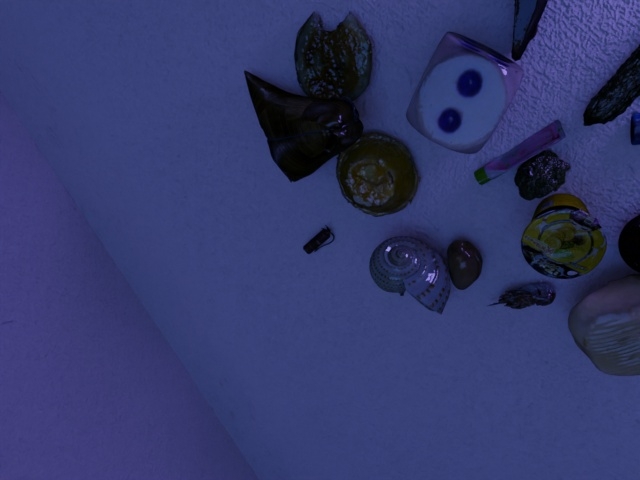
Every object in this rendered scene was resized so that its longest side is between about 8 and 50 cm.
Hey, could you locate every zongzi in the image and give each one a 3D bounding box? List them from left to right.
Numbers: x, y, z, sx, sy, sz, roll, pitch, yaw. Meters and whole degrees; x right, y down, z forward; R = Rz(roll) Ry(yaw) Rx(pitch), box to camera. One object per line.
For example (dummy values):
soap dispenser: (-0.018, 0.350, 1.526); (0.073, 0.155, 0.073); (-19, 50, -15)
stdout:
zongzi: (-0.079, -0.442, 1.508); (0.403, 0.207, 0.432); (-19, 101, 59)

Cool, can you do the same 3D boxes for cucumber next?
cucumber: (0.818, -0.437, 1.178); (0.096, 0.096, 0.359); (35, 126, 6)

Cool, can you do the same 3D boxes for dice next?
dice: (0.397, -0.413, 1.301); (0.243, 0.259, 0.251); (28, 123, 8)

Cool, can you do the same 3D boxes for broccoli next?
broccoli: (0.654, -0.191, 1.368); (0.137, 0.146, 0.162); (14, 146, -26)

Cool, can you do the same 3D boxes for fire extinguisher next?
fire extinguisher: (0.000, 0.000, 1.845); (0.078, 0.045, 0.157); (30, 129, -25)

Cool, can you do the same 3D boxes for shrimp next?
shrimp: (0.685, 0.201, 1.592); (0.232, 0.079, 0.090); (-21, 143, 36)

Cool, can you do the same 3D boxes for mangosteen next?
mangosteen: (0.966, 0.017, 1.302); (0.230, 0.194, 0.194); (24, 127, -17)

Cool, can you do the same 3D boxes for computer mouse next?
computer mouse: (0.539, -0.614, 1.180); (0.087, 0.168, 0.296); (6, 120, 21)

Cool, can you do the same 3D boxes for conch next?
conch: (0.333, 0.114, 1.630); (0.303, 0.319, 0.215); (34, 96, 27)

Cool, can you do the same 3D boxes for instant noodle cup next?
instant noodle cup: (0.704, -0.034, 1.357); (0.215, 0.236, 0.216); (11, 120, 20)

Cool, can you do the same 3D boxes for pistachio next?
pistachio: (0.493, 0.085, 1.599); (0.124, 0.124, 0.185); (10, 123, 22)

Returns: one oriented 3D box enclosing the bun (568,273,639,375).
bun: (0.935, 0.246, 1.411); (0.360, 0.213, 0.361); (5, 126, 7)

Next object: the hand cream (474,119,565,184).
hand cream: (0.593, -0.259, 1.394); (0.275, 0.050, 0.079); (-33, 61, 36)

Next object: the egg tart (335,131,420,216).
egg tart: (0.179, -0.214, 1.595); (0.314, 0.120, 0.315); (11, 119, 21)

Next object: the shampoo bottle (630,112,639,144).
shampoo bottle: (0.926, -0.305, 1.220); (0.182, 0.050, 0.087); (-2, 112, 28)

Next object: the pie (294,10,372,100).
pie: (0.038, -0.581, 1.503); (0.302, 0.067, 0.303); (13, 121, 22)
